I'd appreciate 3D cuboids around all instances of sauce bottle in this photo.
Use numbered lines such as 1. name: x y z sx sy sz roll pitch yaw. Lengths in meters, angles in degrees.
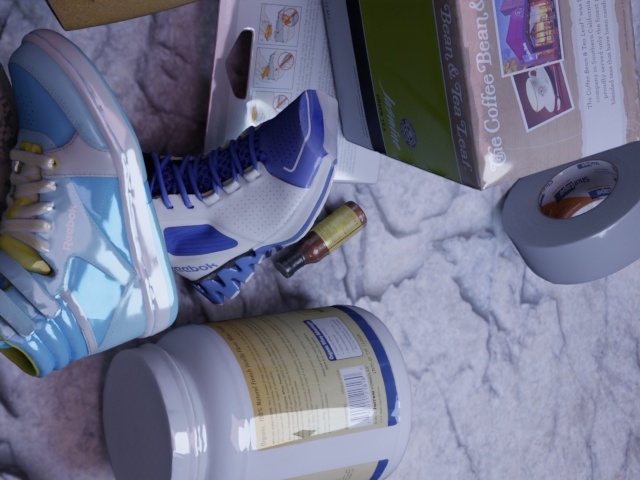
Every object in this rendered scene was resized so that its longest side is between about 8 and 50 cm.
1. sauce bottle: 0.000 0.000 1.863 0.128 0.042 0.042 -35 119 -20

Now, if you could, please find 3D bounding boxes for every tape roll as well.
1. tape roll: 0.353 -0.043 1.967 0.219 0.219 0.072 -44 121 -15

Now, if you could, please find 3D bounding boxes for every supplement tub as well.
1. supplement tub: -0.076 0.202 1.758 0.316 0.228 0.228 -6 106 -31

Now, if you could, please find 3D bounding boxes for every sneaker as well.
1. sneaker: -0.122 -0.051 1.660 0.182 0.127 0.315 21 136 -24
2. sneaker: -0.263 -0.016 1.357 0.208 0.127 0.319 -30 115 -29

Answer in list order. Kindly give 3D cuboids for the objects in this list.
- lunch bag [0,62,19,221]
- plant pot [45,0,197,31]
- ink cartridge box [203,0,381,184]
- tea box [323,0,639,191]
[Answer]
1. lunch bag: -0.369 -0.046 1.501 0.169 0.235 0.287 -34 118 -24
2. plant pot: -0.191 -0.336 1.564 0.254 0.237 0.237 -30 118 -6
3. ink cartridge box: -0.029 -0.208 1.780 0.239 0.060 0.275 1 103 -26
4. tea box: 0.163 -0.263 1.644 0.220 0.323 0.329 -17 111 -21
